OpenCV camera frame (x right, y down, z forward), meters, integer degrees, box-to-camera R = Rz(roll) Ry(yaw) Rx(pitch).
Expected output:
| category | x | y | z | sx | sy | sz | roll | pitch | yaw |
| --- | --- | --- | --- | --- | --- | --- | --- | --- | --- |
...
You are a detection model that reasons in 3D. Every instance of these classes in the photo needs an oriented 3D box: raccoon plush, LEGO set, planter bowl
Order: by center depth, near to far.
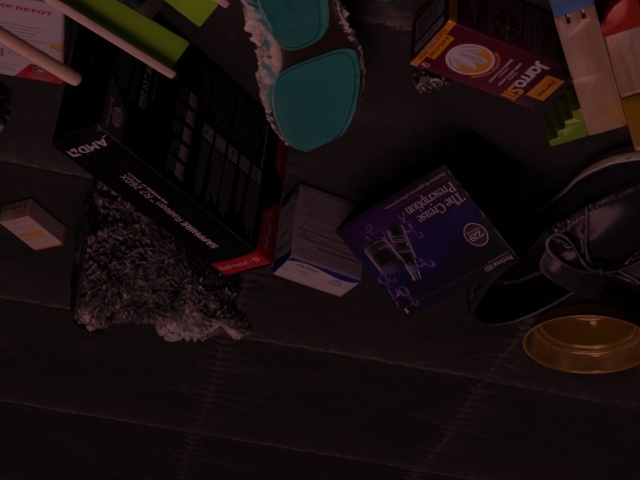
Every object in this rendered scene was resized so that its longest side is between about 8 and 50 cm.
| category | x | y | z | sx | sy | sz | roll | pitch | yaw |
| --- | --- | --- | --- | --- | --- | --- | --- | --- | --- |
| LEGO set | 0.150 | -0.220 | 1.950 | 0.054 | 0.023 | 0.083 | 5 | 150 | 4 |
| raccoon plush | -0.225 | 0.021 | 2.279 | 0.299 | 0.216 | 0.446 | 6 | 150 | -15 |
| planter bowl | 0.451 | 0.139 | 2.434 | 0.217 | 0.090 | 0.217 | 4 | 150 | 3 |

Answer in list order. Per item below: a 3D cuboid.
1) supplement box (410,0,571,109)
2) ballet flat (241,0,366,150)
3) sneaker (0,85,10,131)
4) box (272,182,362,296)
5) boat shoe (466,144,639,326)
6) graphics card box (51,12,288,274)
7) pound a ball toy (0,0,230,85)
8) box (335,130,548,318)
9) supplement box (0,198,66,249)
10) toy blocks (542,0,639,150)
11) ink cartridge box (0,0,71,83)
| category | x | y | z | sx | sy | sz | roll | pitch | yaw |
| --- | --- | --- | --- | --- | --- | --- | --- | --- | --- |
| supplement box | 0.220 | -0.250 | 1.829 | 0.188 | 0.080 | 0.104 | 18 | 148 | -19 |
| ballet flat | -0.025 | -0.274 | 1.795 | 0.147 | 0.147 | 0.409 | 3 | 151 | 7 |
| sneaker | -0.596 | -0.197 | 2.061 | 0.283 | 0.110 | 0.122 | 21 | 150 | -22 |
| box | 0.000 | 0.000 | 2.241 | 0.126 | 0.137 | 0.072 | 20 | 148 | -21 |
| boat shoe | 0.398 | 0.001 | 2.151 | 0.187 | 0.156 | 0.500 | 29 | 142 | -30 |
| graphics card box | -0.190 | -0.138 | 1.953 | 0.094 | 0.232 | 0.371 | -13 | 145 | 31 |
| pound a ball toy | -0.283 | -0.290 | 1.690 | 0.208 | 0.136 | 0.319 | -52 | 148 | 7 |
| box | 0.176 | -0.018 | 2.138 | 0.184 | 0.103 | 0.261 | 48 | 138 | -9 |
| supplement box | -0.477 | -0.026 | 2.392 | 0.062 | 0.036 | 0.098 | -10 | 146 | 27 |
| toy blocks | 0.415 | -0.281 | 1.661 | 0.381 | 0.190 | 0.261 | -16 | 134 | 12 |
| ink cartridge box | -0.393 | -0.292 | 1.888 | 0.127 | 0.072 | 0.175 | 10 | 149 | -6 |
